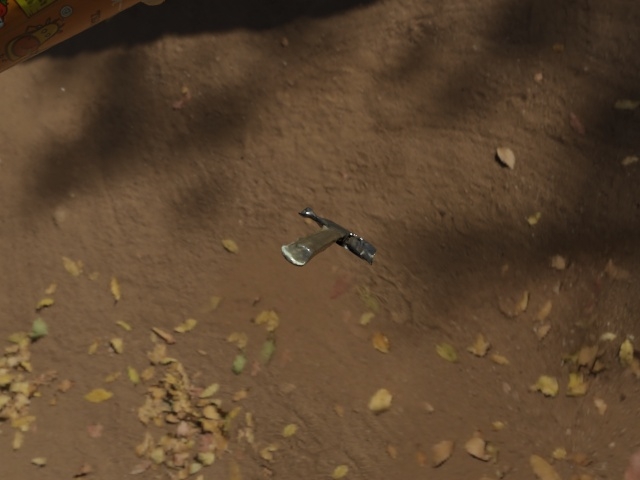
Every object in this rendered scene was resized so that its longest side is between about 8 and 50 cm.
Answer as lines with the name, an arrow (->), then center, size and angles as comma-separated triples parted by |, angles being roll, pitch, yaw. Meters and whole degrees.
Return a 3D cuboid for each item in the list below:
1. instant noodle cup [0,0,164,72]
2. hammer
instant noodle cup -> -0.237, -0.218, 0.550 | 0.172, 0.216, 0.216 | -40, 66, -15
hammer -> -0.001, 0.001, 0.945 | 0.125, 0.297, 0.027 | 30, 99, 7
